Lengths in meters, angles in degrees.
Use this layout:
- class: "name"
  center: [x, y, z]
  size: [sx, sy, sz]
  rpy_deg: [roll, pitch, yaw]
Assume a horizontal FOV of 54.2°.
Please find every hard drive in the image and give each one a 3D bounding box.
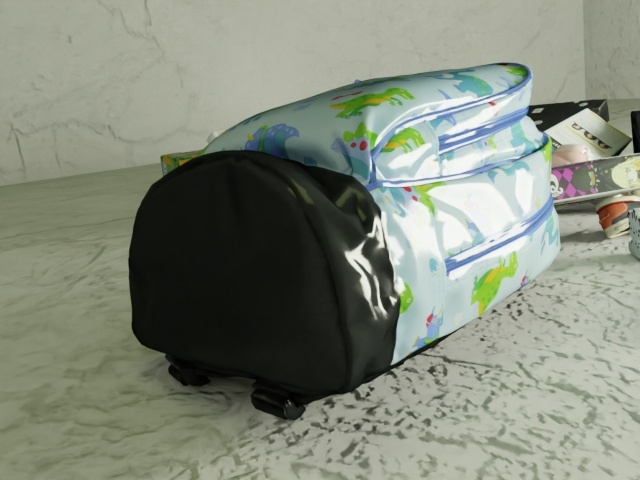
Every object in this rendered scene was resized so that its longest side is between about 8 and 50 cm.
- class: "hard drive"
  center: [0.460, -0.245, 1.459]
  size: [0.339, 0.064, 0.237]
  rpy_deg: [5, 35, 41]

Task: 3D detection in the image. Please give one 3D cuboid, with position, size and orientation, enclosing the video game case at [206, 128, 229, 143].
- class: "video game case"
  center: [-0.088, -0.133, 1.163]
  size: [0.026, 0.206, 0.227]
  rpy_deg: [-46, 0, 20]

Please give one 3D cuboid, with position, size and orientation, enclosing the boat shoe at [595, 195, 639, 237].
- class: "boat shoe"
  center: [0.395, -0.031, 0.736]
  size: [0.137, 0.043, 0.049]
  rpy_deg: [-6, -28, -4]

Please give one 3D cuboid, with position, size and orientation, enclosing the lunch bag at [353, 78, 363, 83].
- class: "lunch bag"
  center: [0.170, -0.225, 1.397]
  size: [0.293, 0.138, 0.221]
  rpy_deg: [15, 49, 21]

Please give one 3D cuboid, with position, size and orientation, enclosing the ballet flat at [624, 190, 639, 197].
- class: "ballet flat"
  center: [0.449, -0.081, 0.900]
  size: [0.052, 0.057, 0.168]
  rpy_deg: [-14, 10, 15]

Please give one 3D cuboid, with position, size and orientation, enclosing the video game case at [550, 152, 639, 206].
- class: "video game case"
  center: [0.267, -0.055, 0.782]
  size: [0.210, 0.041, 0.232]
  rpy_deg: [-9, -3, -11]

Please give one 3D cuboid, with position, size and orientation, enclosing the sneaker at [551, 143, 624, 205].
- class: "sneaker"
  center: [0.384, -0.098, 0.895]
  size: [0.070, 0.051, 0.134]
  rpy_deg: [-49, 49, -8]

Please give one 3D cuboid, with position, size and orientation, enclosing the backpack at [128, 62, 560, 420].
- class: "backpack"
  center: [0.052, -0.027, 0.529]
  size: [0.356, 0.273, 0.290]
  rpy_deg: [-2, 0, -38]

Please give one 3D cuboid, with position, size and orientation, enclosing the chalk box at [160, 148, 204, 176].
- class: "chalk box"
  center: [-0.238, -0.113, 1.250]
  size: [0.132, 0.132, 0.213]
  rpy_deg: [-13, 13, -23]

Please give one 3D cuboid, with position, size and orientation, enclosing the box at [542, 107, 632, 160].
- class: "box"
  center: [0.432, -0.150, 1.052]
  size: [0.100, 0.060, 0.244]
  rpy_deg: [42, 42, 19]

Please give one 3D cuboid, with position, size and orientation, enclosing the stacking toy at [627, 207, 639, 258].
- class: "stacking toy"
  center: [0.397, 0.004, 0.558]
  size: [0.167, 0.052, 0.221]
  rpy_deg: [-6, 13, 8]

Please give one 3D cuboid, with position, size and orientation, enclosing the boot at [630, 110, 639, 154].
- class: "boot"
  center: [0.688, -0.159, 0.880]
  size: [0.445, 0.146, 0.367]
  rpy_deg: [3, 6, 24]
